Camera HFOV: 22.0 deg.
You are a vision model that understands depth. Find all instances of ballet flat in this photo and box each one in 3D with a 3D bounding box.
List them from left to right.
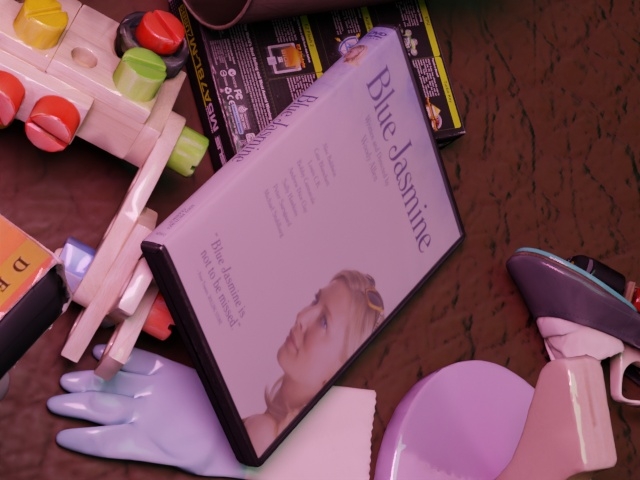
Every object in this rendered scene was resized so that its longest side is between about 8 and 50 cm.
[{"bbox_3d":[0.213,0.077,1.188,0.203,0.074,0.074,29,66,-19],"label":"ballet flat"}]

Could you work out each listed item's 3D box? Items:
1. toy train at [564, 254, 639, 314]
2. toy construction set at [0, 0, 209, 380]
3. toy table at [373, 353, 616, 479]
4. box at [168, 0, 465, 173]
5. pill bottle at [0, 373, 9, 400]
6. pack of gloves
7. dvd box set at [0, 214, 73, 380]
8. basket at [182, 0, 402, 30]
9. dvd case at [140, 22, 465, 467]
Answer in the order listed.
[{"bbox_3d":[0.248,0.051,1.228,0.158,0.036,0.027,27,67,-17],"label":"toy train"},{"bbox_3d":[-0.191,-0.075,0.990,0.328,0.151,0.215,40,37,-20],"label":"toy construction set"},{"bbox_3d":[0.145,0.207,1.068,0.252,0.161,0.274,-17,85,-28],"label":"toy table"},{"bbox_3d":[-0.007,-0.145,1.158,0.184,0.045,0.190,-12,80,-30],"label":"box"},{"bbox_3d":[-0.315,0.111,0.877,0.278,0.162,0.162,-38,94,-28],"label":"pill bottle"},{"bbox_3d":[-0.067,0.169,1.044,0.232,0.046,0.195,12,72,-22],"label":"pack of gloves"},{"bbox_3d":[-0.373,0.007,0.775,0.420,0.062,0.307,36,71,14],"label":"dvd box set"},{"bbox_3d":[0.023,-0.235,1.094,0.227,0.154,0.204,-4,65,-30],"label":"basket"},{"bbox_3d":[0.000,0.000,1.069,0.253,0.022,0.180,-46,129,-34],"label":"dvd case"}]
